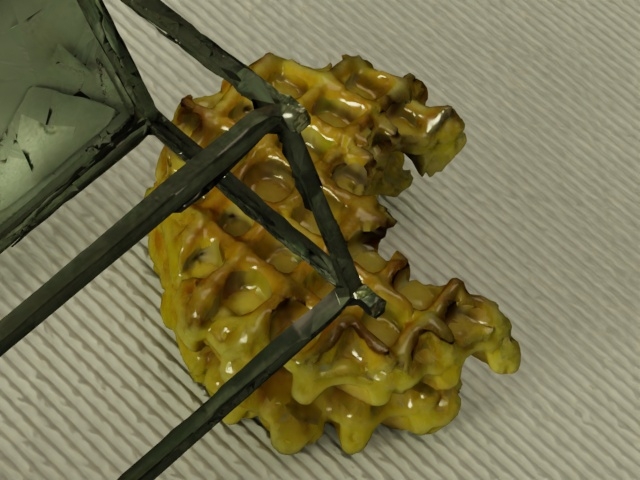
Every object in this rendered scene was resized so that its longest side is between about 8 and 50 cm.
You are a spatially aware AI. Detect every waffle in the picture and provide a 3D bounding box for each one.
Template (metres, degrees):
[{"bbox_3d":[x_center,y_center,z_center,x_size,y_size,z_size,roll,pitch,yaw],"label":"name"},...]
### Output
[{"bbox_3d":[0.000,0.000,1.307,0.261,0.151,0.324,4,49,-17],"label":"waffle"}]

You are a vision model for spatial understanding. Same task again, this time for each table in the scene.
[{"bbox_3d":[-0.188,0.021,1.083,0.335,0.222,0.272,-42,55,-14],"label":"table"}]
